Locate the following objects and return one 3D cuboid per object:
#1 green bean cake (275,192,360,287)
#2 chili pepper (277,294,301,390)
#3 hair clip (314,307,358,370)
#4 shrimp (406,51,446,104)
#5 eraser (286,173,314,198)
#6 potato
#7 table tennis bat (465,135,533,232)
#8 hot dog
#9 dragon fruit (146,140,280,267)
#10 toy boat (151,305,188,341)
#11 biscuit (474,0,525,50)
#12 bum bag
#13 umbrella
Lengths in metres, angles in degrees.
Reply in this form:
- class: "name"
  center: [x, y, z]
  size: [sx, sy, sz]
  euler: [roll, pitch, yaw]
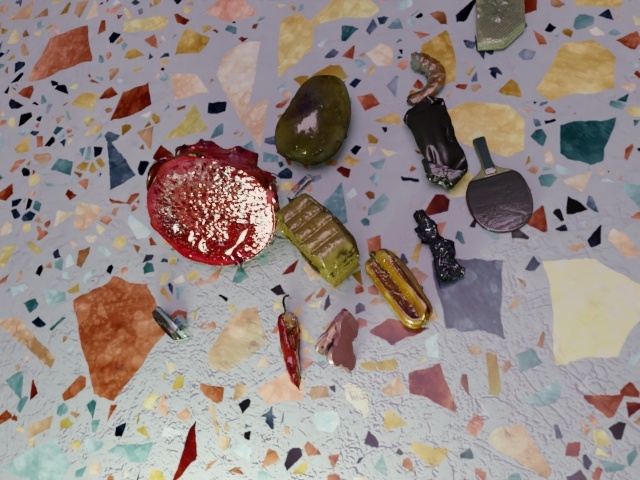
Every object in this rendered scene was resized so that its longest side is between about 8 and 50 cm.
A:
- class: "green bean cake"
  center: [0.000, 0.000, 1.367]
  size: [0.131, 0.224, 0.229]
  euler: [-41, 68, -7]
- class: "chili pepper"
  center: [-0.084, 0.277, 1.378]
  size: [0.050, 0.059, 0.268]
  euler: [-31, 61, 43]
- class: "hair clip"
  center: [0.060, 0.261, 1.315]
  size: [0.138, 0.123, 0.102]
  euler: [-52, 46, -4]
- class: "shrimp"
  center: [0.309, -0.509, 1.590]
  size: [0.166, 0.049, 0.161]
  euler: [-47, 67, 2]
- class: "eraser"
  center: [-0.062, -0.168, 1.558]
  size: [0.099, 0.019, 0.027]
  euler: [-45, 66, -5]
- class: "potato"
  center: [-0.014, -0.371, 1.541]
  size: [0.210, 0.173, 0.307]
  euler: [18, 77, 23]
- class: "table tennis bat"
  center: [0.487, -0.161, 1.418]
  size: [0.173, 0.022, 0.301]
  euler: [-15, 68, 8]
- class: "hot dog"
  center: [0.210, 0.120, 1.353]
  size: [0.104, 0.076, 0.250]
  euler: [-45, 61, 16]
- class: "dragon fruit"
  center: [-0.287, -0.125, 1.446]
  size: [0.386, 0.371, 0.249]
  euler: [-13, 33, 15]
- class: "toy boat"
  center: [-0.433, 0.242, 1.474]
  size: [0.140, 0.059, 0.066]
  euler: [39, 56, 25]
- class: "biscuit"
  center: [0.569, -0.718, 1.598]
  size: [0.150, 0.052, 0.252]
  euler: [1, 70, 14]
- class: "bum bag"
  center: [0.336, -0.289, 1.479]
  size: [0.142, 0.079, 0.326]
  euler: [-11, 64, 1]
- class: "umbrella"
  center: [0.319, 0.005, 1.373]
  size: [0.080, 0.071, 0.224]
  euler: [-11, 59, -21]
